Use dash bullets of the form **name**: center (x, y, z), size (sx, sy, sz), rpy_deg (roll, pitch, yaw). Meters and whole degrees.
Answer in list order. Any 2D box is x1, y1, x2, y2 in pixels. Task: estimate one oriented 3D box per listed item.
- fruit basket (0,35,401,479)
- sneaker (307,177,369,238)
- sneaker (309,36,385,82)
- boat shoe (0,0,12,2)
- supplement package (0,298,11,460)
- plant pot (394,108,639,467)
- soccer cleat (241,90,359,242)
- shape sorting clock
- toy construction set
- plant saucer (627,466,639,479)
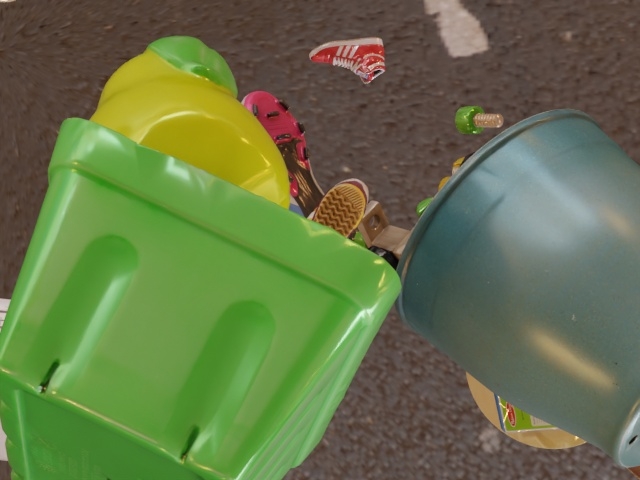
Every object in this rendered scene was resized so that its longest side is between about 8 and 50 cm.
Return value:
- **fruit basket**: center (-0.093, 0.026, 0.903), size (0.283, 0.392, 0.392), rpy_deg (26, 91, 3)
- **sneaker**: center (0.000, 0.000, 1.509), size (0.069, 0.084, 0.185), rpy_deg (42, 109, 1)
- **sneaker**: center (0.045, -0.279, 1.866), size (0.119, 0.042, 0.067), rpy_deg (-9, 76, -3)
- **boat shoe**: center (-0.470, -0.476, 1.687), size (0.103, 0.092, 0.285), rpy_deg (-8, 93, -40)
- **supplement package**: center (-0.449, 0.185, 1.575), size (0.262, 0.204, 0.145), rpy_deg (5, 56, 14)
- **plant pot**: center (0.253, 0.059, 1.098), size (0.272, 0.255, 0.271), rpy_deg (-29, 144, -24)
- **soccer cleat**: center (-0.064, -0.083, 1.976), size (0.116, 0.143, 0.331), rpy_deg (-23, 82, -44)
- **shape sorting clock**: center (0.287, 0.170, 1.523), size (0.206, 0.040, 0.206), rpy_deg (6, 108, 19)
- **toy construction set**: center (0.192, -0.005, 1.611), size (0.309, 0.237, 0.257), rpy_deg (29, 74, -43)
- **plant saucer**: center (0.523, 0.342, 1.957), size (0.199, 0.198, 0.036), rpy_deg (35, 104, -18)
